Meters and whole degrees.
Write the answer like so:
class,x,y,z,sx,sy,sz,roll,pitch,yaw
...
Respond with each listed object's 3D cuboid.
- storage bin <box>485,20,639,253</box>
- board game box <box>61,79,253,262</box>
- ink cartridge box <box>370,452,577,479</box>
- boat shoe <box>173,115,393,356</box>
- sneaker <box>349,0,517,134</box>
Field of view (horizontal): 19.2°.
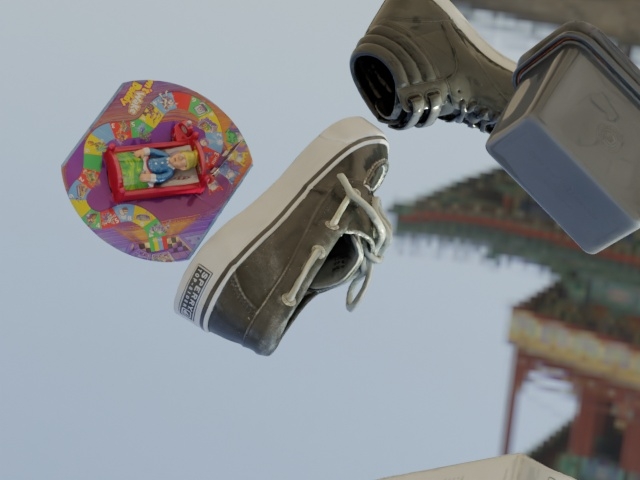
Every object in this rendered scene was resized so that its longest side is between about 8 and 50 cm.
class,x,y,z,sx,sy,sz,roll,pitch,yaw
storage bin,0.172,-0.059,1.258,0.135,0.098,0.091,45,-130,-8
board game box,-0.133,-0.067,1.587,0.133,0.033,0.168,35,-120,-3
ink cartridge box,0.042,0.347,1.543,0.091,0.308,0.385,29,154,-22
boat shoe,0.001,-0.003,1.522,0.105,0.113,0.306,30,-149,11
sneaker,0.153,-0.143,2.062,0.296,0.104,0.147,42,-119,3
